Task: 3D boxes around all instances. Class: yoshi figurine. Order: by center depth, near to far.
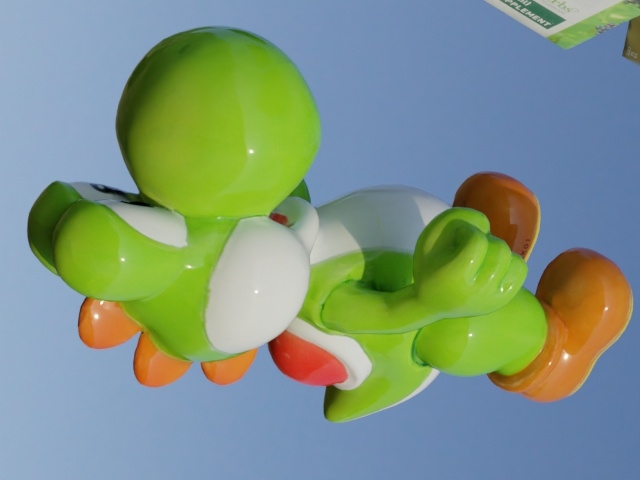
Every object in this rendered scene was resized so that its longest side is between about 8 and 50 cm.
[{"bbox_3d":[0.014,-0.020,1.025,0.203,0.362,0.203,-27,-118,46],"label":"yoshi figurine"}]

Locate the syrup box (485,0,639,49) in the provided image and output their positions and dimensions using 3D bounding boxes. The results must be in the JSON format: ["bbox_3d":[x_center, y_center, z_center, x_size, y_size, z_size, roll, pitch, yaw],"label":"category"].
[{"bbox_3d":[0.166,-0.184,0.846,0.237,0.093,0.096,-21,-132,55],"label":"syrup box"}]

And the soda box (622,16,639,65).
[{"bbox_3d":[0.267,-0.182,1.145,0.058,0.181,0.061,33,-23,17],"label":"soda box"}]
